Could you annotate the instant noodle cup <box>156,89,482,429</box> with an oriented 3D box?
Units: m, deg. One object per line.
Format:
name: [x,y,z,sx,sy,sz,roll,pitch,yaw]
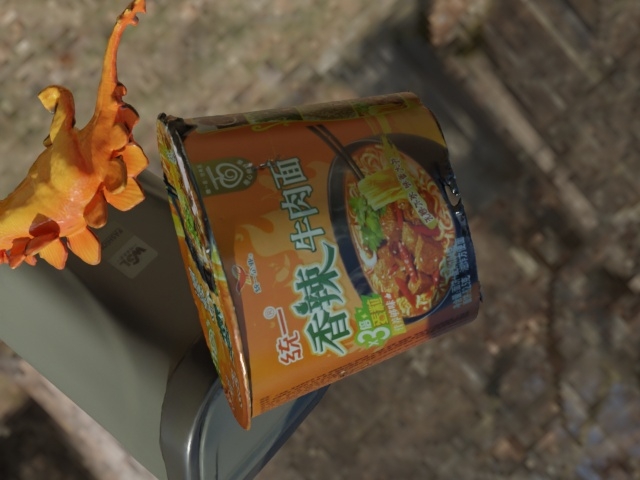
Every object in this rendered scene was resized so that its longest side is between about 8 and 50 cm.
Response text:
instant noodle cup: [0.000,0.000,1.366,0.182,0.230,0.230,-15,-167,-8]

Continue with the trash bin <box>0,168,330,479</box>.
trash bin: [-0.134,0.070,1.646,0.220,0.250,0.219,-46,163,-29]

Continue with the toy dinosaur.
toy dinosaur: [-0.181,-0.046,1.426,0.070,0.117,0.288,5,134,-49]
